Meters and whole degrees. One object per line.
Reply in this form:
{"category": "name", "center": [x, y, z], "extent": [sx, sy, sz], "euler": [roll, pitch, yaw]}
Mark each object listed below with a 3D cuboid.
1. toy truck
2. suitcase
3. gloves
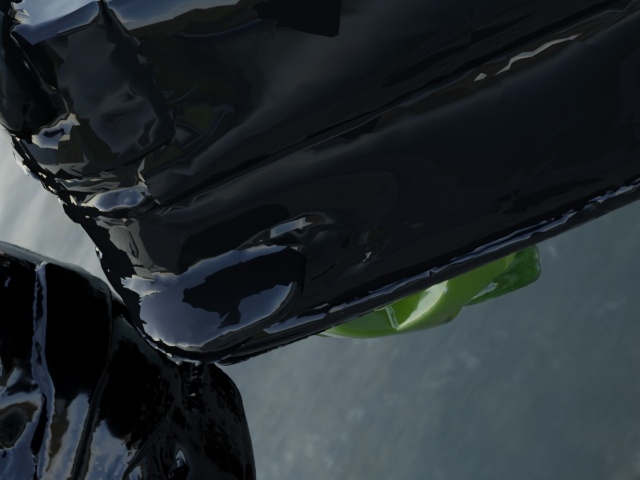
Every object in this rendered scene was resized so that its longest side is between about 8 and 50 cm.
{"category": "toy truck", "center": [0.020, -0.007, 0.831], "extent": [0.187, 0.148, 0.210], "euler": [-19, 1, 41]}
{"category": "suitcase", "center": [0.039, -0.144, 0.555], "extent": [0.345, 0.188, 0.339], "euler": [-25, 36, 10]}
{"category": "gloves", "center": [-0.138, 0.064, 0.601], "extent": [0.124, 0.203, 0.164], "euler": [-49, 38, 11]}
